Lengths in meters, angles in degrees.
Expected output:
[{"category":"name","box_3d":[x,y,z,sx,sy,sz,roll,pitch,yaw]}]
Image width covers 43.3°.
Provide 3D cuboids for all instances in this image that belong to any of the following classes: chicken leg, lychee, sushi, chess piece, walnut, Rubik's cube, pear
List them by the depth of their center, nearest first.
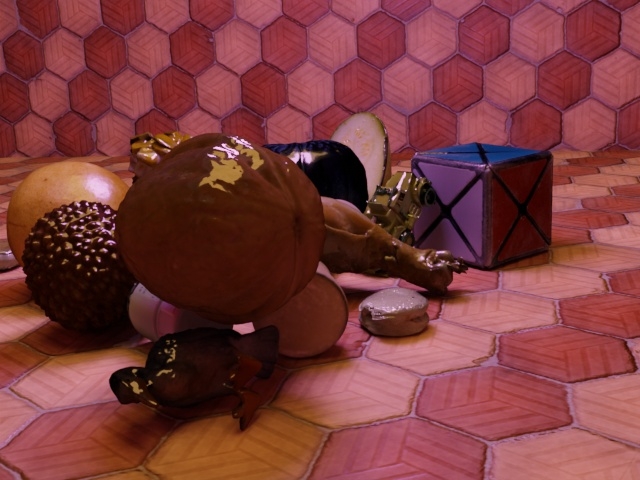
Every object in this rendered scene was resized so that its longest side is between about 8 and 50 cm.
[{"category":"walnut","box_3d":[-0.160,-0.018,1.265,0.333,0.332,0.333,-3,14,1]},{"category":"chess piece","box_3d":[-0.039,0.106,1.512,0.167,0.166,0.299,-3,8,-1]},{"category":"lychee","box_3d":[-0.433,0.043,1.549,0.268,0.267,0.267,-3,14,1]},{"category":"chicken leg","box_3d":[0.099,0.018,1.680,0.430,0.152,0.201,17,-26,2]},{"category":"pear","box_3d":[-0.537,-0.028,1.804,0.315,0.314,0.314,-3,14,1]},{"category":"Rubik's cube","box_3d":[0.387,-0.094,1.957,0.259,0.254,0.260,-14,18,-40]},{"category":"sushi","box_3d":[-0.410,-0.196,2.447,0.328,0.285,0.329,9,17,39]}]

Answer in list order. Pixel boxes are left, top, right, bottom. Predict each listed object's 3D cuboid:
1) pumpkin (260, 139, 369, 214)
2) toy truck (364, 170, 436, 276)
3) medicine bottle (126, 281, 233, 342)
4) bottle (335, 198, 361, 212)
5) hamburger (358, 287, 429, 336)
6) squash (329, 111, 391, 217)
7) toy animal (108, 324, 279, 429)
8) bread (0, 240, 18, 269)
[{"category":"pumpkin","box_3d":[-0.050,-0.142,2.211,0.364,0.266,0.363,-7,11,1]},{"category":"toy truck","box_3d":[0.156,-0.054,1.862,0.128,0.135,0.259,11,61,42]},{"category":"medicine bottle","box_3d":[-0.249,0.132,1.437,0.135,0.135,0.169,-13,18,-36]},{"category":"bottle","box_3d":[0.000,0.000,1.889,0.148,0.147,0.236,5,19,27]},{"category":"hamburger","box_3d":[0.138,0.132,1.510,0.133,0.062,0.140,-8,17,-14]},{"category":"squash","box_3d":[0.105,-0.217,2.381,0.234,0.308,0.210,9,19,38]},{"category":"toy animal","box_3d":[-0.170,0.194,1.202,0.186,0.122,0.298,4,15,26]},{"category":"bread","box_3d":[-0.858,0.045,2.029,0.232,0.064,0.173,-11,16,-35]}]
